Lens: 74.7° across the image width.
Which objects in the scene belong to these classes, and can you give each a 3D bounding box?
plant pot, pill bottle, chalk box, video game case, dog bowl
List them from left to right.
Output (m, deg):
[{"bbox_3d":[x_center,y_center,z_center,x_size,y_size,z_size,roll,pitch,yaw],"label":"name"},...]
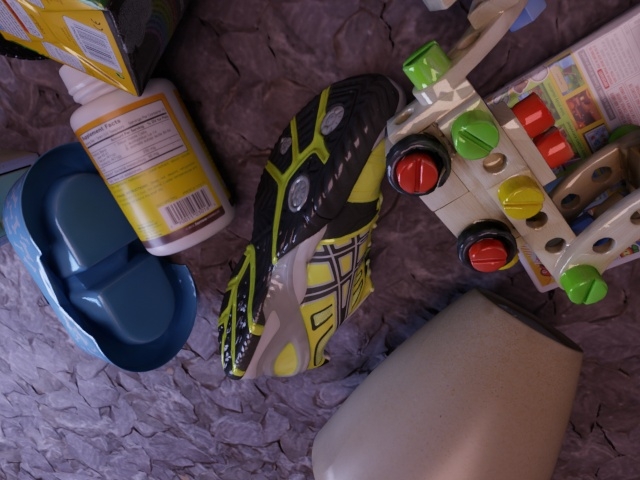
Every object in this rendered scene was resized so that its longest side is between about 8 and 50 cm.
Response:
[{"bbox_3d":[-0.181,-0.264,0.353,0.132,0.132,0.212,21,77,-8],"label":"chalk box"},{"bbox_3d":[-0.271,0.028,0.532,0.074,0.166,0.296,-6,114,28],"label":"dog bowl"},{"bbox_3d":[-0.191,-0.098,0.473,0.118,0.117,0.214,-17,110,19],"label":"pill bottle"},{"bbox_3d":[0.167,0.203,0.493,0.257,0.256,0.273,29,101,-3],"label":"plant pot"},{"bbox_3d":[0.269,-0.076,0.414,0.207,0.026,0.226,-29,105,27],"label":"video game case"}]

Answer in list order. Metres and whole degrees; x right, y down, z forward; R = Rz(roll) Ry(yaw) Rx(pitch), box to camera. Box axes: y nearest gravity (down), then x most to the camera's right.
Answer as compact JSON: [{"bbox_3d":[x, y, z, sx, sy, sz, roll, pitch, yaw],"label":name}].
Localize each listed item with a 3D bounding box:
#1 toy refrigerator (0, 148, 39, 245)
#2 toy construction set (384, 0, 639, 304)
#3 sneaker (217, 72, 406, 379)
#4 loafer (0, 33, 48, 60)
[{"bbox_3d":[-0.446,-0.024,0.476,0.095,0.269,0.102,6,115,8],"label":"toy refrigerator"},{"bbox_3d":[0.179,-0.084,0.332,0.215,0.151,0.327,-34,103,28],"label":"toy construction set"},{"bbox_3d":[0.000,0.000,0.493,0.147,0.145,0.384,11,118,-30],"label":"sneaker"},{"bbox_3d":[-0.295,-0.252,0.454,0.220,0.080,0.078,-4,91,3],"label":"loafer"}]
